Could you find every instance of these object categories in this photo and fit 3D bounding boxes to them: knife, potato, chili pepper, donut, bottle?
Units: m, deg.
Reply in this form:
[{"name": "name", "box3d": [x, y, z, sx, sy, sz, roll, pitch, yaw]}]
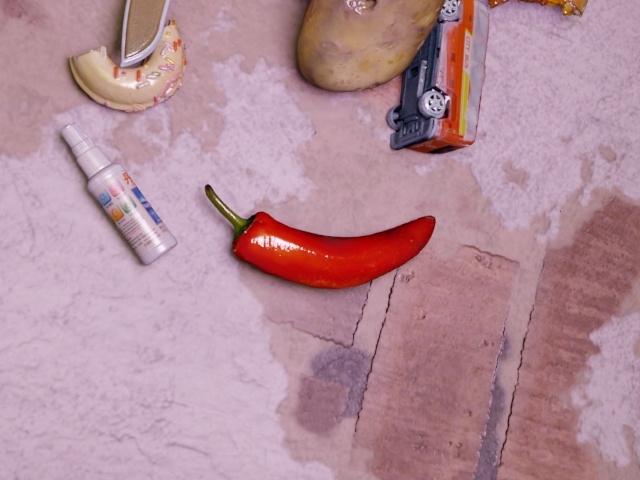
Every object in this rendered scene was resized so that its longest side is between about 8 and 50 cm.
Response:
[{"name": "knife", "box3d": [-0.231, -0.386, 1.118, 0.061, 0.027, 0.343, 10, 67, -6]}, {"name": "potato", "box3d": [0.078, -0.330, 1.117, 0.191, 0.296, 0.141, 1, 59, -31]}, {"name": "chili pepper", "box3d": [0.005, 0.007, 1.163, 0.368, 0.092, 0.137, 7, 63, -23]}, {"name": "donut", "box3d": [-0.258, -0.240, 1.105, 0.166, 0.065, 0.108, -22, 86, -20]}, {"name": "bottle", "box3d": [-0.282, -0.066, 1.085, 0.060, 0.060, 0.217, -38, 97, -17]}]

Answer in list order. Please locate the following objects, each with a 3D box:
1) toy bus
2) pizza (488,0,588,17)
[{"name": "toy bus", "box3d": [0.189, -0.267, 1.224, 0.119, 0.121, 0.265, 12, 80, -24]}, {"name": "pizza", "box3d": [0.319, -0.468, 1.291, 0.228, 0.081, 0.290, -34, 94, -32]}]
